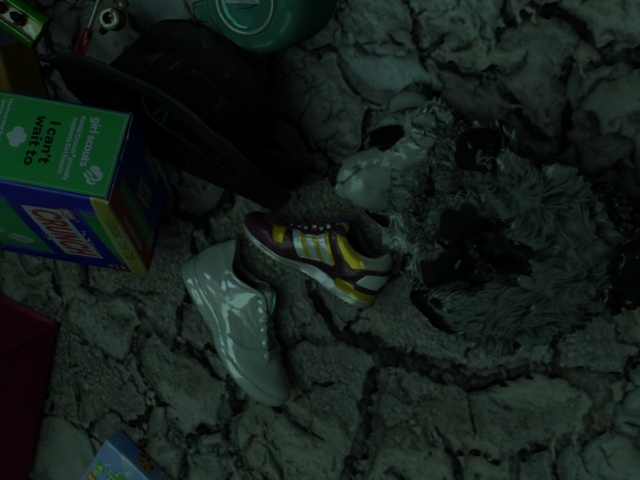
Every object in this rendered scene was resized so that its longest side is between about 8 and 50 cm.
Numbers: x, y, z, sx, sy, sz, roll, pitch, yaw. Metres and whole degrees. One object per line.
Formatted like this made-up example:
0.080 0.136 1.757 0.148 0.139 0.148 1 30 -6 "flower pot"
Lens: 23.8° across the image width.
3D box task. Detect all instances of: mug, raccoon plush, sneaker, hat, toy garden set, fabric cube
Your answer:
-0.068 -0.263 1.677 0.129 0.097 0.158 46 123 7 "mug"
0.227 -0.006 1.604 0.446 0.299 0.216 24 106 -16 "raccoon plush"
-0.082 0.098 1.835 0.094 0.080 0.212 -30 90 22 "sneaker"
-0.149 -0.170 1.710 0.331 0.331 0.134 28 82 18 "hat"
0.000 0.000 1.760 0.185 0.069 0.084 30 111 10 "sneaker"
-0.279 -0.326 1.747 0.204 0.049 0.244 35 100 4 "toy garden set"
-0.539 0.206 2.016 0.254 0.259 0.258 24 116 20 "fabric cube"

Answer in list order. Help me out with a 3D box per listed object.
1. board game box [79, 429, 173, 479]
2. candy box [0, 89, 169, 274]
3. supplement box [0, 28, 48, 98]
-0.236 0.380 2.039 0.211 0.039 0.160 41 123 11 "board game box"
-0.355 -0.073 1.754 0.317 0.268 0.122 9 71 7 "candy box"
-0.404 -0.222 1.892 0.078 0.080 0.233 -9 100 29 "supplement box"
